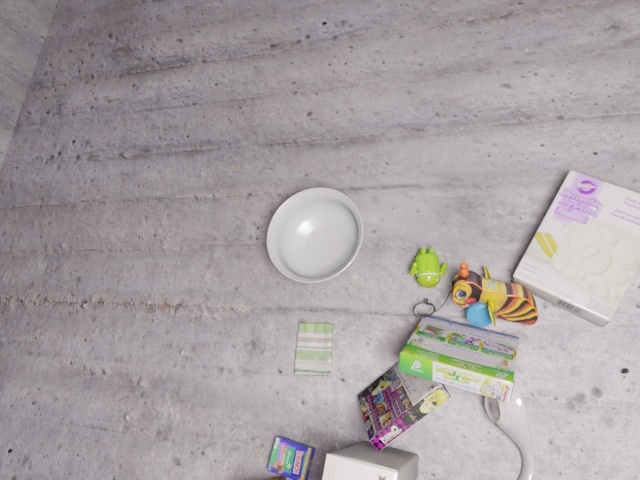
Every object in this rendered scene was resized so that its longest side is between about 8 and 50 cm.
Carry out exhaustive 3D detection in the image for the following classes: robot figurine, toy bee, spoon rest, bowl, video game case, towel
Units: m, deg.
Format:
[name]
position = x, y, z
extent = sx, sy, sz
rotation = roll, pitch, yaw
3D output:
[robot figurine]
position = 0.299, 0.080, 1.335
extent = 0.101, 0.067, 0.115
rotation = 4, 69, -11
[toy bee]
position = 0.398, 0.139, 1.208
extent = 0.298, 0.162, 0.195
rotation = -10, 33, -4
[spoon rest]
position = 0.449, 0.456, 1.129
extent = 0.084, 0.137, 0.276
rotation = -1, 82, -11
[bowl]
position = 0.000, 0.000, 1.433
extent = 0.298, 0.134, 0.297
rotation = -7, 69, 18
[video game case]
position = 0.196, 0.384, 1.181
extent = 0.210, 0.232, 0.042
rotation = -38, 97, 2
[towel]
position = -0.021, 0.314, 1.387
extent = 0.113, 0.023, 0.152
rotation = -3, 70, 18

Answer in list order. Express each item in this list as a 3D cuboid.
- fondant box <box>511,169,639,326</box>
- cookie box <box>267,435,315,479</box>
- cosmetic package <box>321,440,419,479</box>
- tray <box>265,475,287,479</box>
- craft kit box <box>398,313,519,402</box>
[fondant box]
position = 0.674, 0.015, 1.213
extent = 0.238, 0.096, 0.330
rotation = 28, 81, 26
[cookie box]
position = -0.079, 0.593, 1.296
extent = 0.107, 0.040, 0.091
rotation = 9, 74, 21
[cosmetic package]
position = 0.115, 0.569, 1.055
extent = 0.155, 0.365, 0.196
rotation = 6, 72, 21
[tray]
position = -0.285, 0.745, 1.222
extent = 0.411, 0.203, 0.076
rotation = -35, 63, 5
[craft kit box]
position = 0.343, 0.273, 1.158
extent = 0.250, 0.247, 0.060
rotation = 11, 105, 23
